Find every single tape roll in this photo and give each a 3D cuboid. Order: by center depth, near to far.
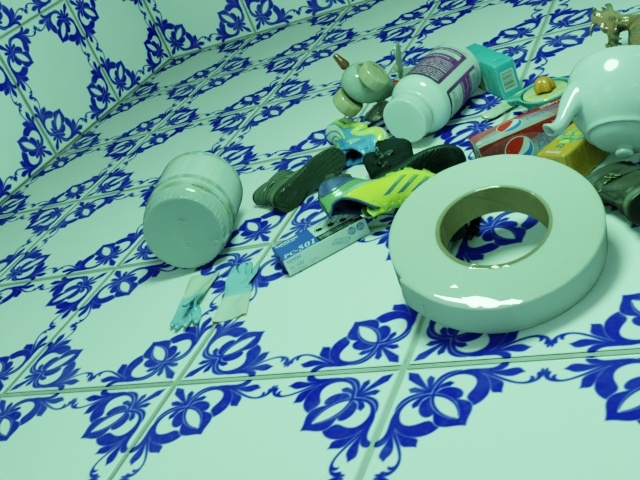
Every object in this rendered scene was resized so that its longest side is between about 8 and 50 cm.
[{"bbox_3d":[0.314,-0.004,1.605,0.392,0.072,0.392,-11,43,11],"label":"tape roll"}]

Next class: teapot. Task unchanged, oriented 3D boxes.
[{"bbox_3d":[0.606,-0.250,1.745,0.256,0.252,0.187,-7,70,38],"label":"teapot"}]

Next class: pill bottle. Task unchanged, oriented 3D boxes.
[{"bbox_3d":[0.292,-0.387,2.360,0.169,0.169,0.301,0,34,41],"label":"pill bottle"}]

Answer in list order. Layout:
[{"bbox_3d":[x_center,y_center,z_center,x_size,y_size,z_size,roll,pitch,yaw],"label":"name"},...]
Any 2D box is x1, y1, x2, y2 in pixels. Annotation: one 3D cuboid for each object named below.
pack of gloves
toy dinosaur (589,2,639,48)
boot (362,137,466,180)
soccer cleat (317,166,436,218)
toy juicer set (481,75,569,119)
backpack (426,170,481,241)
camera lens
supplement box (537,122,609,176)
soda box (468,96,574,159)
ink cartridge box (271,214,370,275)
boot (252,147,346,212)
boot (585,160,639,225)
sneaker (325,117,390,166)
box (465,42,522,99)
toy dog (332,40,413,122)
[{"bbox_3d":[-0.243,0.110,2.012,0.195,0.046,0.232,-17,27,16],"label":"pack of gloves"},{"bbox_3d":[0.797,-0.488,2.192,0.200,0.127,0.295,-26,37,14],"label":"toy dinosaur"},{"bbox_3d":[0.219,-0.199,2.147,0.246,0.094,0.207,-24,29,14],"label":"boot"},{"bbox_3d":[0.138,-0.094,1.997,0.289,0.093,0.121,-5,51,-9],"label":"soccer cleat"},{"bbox_3d":[0.575,-0.380,2.198,0.329,0.089,0.209,7,39,48],"label":"toy juicer set"},{"bbox_3d":[0.261,-0.069,1.845,0.152,0.115,0.182,-10,26,32],"label":"backpack"},{"bbox_3d":[-0.318,-0.083,2.241,0.219,0.219,0.274,-17,26,14],"label":"camera lens"},{"bbox_3d":[0.564,-0.208,1.894,0.233,0.080,0.078,-41,28,-27],"label":"supplement box"},{"bbox_3d":[0.475,-0.235,2.003,0.263,0.092,0.083,-23,25,2],"label":"soda box"},{"bbox_3d":[0.000,0.000,2.013,0.207,0.046,0.097,-29,25,-9],"label":"ink cartridge box"},{"bbox_3d":[-0.063,-0.172,2.346,0.246,0.083,0.161,-39,28,-16],"label":"boot"},{"bbox_3d":[0.624,-0.117,1.667,0.263,0.091,0.229,-17,17,-2],"label":"boot"},{"bbox_3d":[0.070,-0.264,2.405,0.126,0.091,0.240,-40,30,-28],"label":"sneaker"},{"bbox_3d":[0.462,-0.466,2.444,0.060,0.100,0.244,-26,25,-5],"label":"box"},{"bbox_3d":[0.139,-0.450,2.432,0.220,0.161,0.334,-36,-8,17],"label":"toy dog"}]
